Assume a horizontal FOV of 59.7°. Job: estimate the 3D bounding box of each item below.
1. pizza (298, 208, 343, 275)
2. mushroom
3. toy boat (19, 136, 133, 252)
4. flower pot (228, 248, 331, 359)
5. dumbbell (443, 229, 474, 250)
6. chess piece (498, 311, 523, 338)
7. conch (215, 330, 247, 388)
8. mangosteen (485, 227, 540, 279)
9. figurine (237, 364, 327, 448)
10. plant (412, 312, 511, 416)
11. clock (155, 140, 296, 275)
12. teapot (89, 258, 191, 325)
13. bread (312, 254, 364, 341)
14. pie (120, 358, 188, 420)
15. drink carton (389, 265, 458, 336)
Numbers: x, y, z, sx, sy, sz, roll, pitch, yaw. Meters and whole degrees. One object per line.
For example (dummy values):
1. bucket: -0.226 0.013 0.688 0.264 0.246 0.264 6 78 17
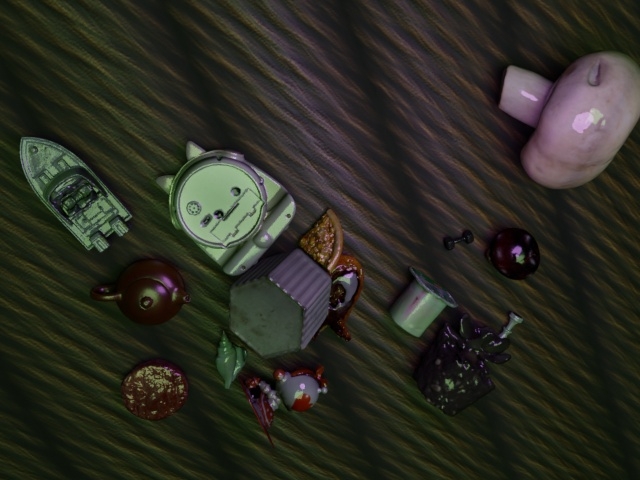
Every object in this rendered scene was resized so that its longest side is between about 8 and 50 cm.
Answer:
1. pizza: 0.000 0.000 1.485 0.130 0.041 0.178 7 77 22
2. mushroom: 0.626 -0.294 1.402 0.352 0.353 0.326 1 89 -10
3. toy boat: -0.601 -0.121 1.349 0.141 0.092 0.320 -38 107 0
4. flower pot: -0.100 0.158 1.416 0.209 0.189 0.240 14 113 16
5. dumbbell: 0.392 -0.001 1.581 0.083 0.036 0.040 -18 107 -5
6. chess piece: 0.569 0.263 1.683 0.042 0.042 0.093 26 104 -15
7. conch: -0.255 0.327 1.554 0.065 0.088 0.180 12 116 32
8. mangosteen: 0.539 0.040 1.572 0.152 0.152 0.153 -2 105 -9
9. figurine: -0.085 0.427 1.570 0.226 0.160 0.184 -27 109 -11
10. plant: 0.409 0.355 1.602 0.199 0.188 0.276 37 97 -18
11. clock: -0.249 -0.093 1.409 0.324 0.109 0.265 39 96 -17
12. teapot: -0.458 0.138 1.424 0.251 0.135 0.178 1 101 -11
13. bread: 0.038 0.160 1.543 0.139 0.095 0.269 8 117 -7
14. pie: -0.458 0.416 1.543 0.182 0.049 0.183 -3 106 -11
15. drink carton: 0.278 0.182 1.562 0.146 0.144 0.142 34 103 -16
